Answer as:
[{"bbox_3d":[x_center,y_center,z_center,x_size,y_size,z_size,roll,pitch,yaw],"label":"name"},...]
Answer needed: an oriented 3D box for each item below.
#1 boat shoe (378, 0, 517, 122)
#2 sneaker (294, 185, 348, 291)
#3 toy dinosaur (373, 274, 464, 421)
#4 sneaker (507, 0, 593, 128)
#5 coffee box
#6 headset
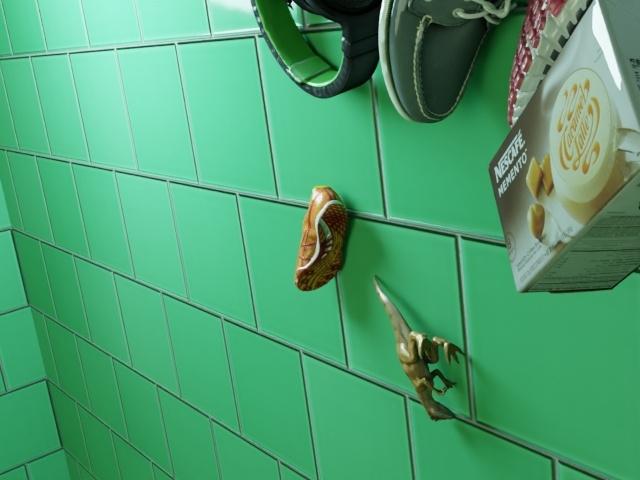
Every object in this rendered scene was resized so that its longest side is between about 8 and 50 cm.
[{"bbox_3d":[0.139,-0.254,0.804,0.099,0.116,0.319,39,129,44],"label":"boat shoe"},{"bbox_3d":[0.000,0.000,1.182,0.067,0.064,0.175,-115,34,-46],"label":"sneaker"},{"bbox_3d":[0.116,0.137,1.064,0.112,0.064,0.211,-30,80,57],"label":"toy dinosaur"},{"bbox_3d":[0.239,-0.193,0.700,0.112,0.121,0.299,18,145,0],"label":"sneaker"},{"bbox_3d":[0.233,-0.065,0.681,0.246,0.098,0.141,109,156,-65],"label":"coffee box"},{"bbox_3d":[-0.038,-0.336,0.946,0.243,0.185,0.394,46,151,36],"label":"headset"}]
